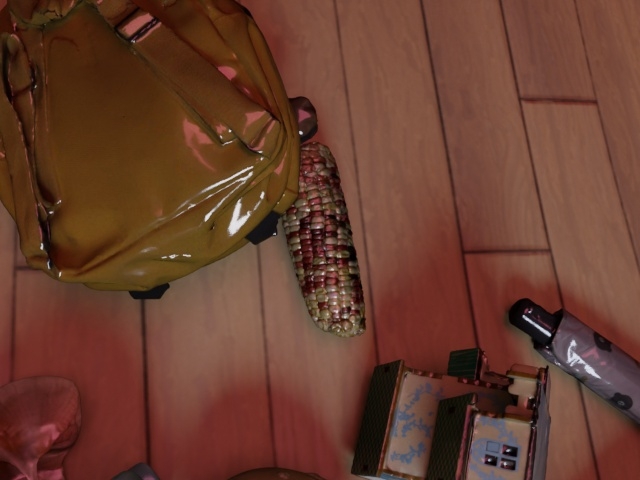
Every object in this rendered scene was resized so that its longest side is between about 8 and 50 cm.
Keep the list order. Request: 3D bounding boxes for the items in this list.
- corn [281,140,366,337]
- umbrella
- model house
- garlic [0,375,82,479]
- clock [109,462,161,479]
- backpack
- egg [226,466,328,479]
[{"bbox_3d":[0.000,0.000,0.841,0.086,0.086,0.253,-9,78,-18],"label":"corn"},{"bbox_3d":[0.398,0.185,0.903,0.337,0.067,0.073,35,56,-1],"label":"umbrella"},{"bbox_3d":[0.147,0.213,0.765,0.207,0.271,0.178,4,70,23],"label":"model house"},{"bbox_3d":[-0.323,0.209,0.678,0.175,0.099,0.124,-19,64,-20],"label":"garlic"},{"bbox_3d":[-0.221,0.290,0.582,0.224,0.274,0.094,-35,84,-24],"label":"clock"},{"bbox_3d":[-0.194,-0.138,0.743,0.354,0.201,0.377,-22,80,4],"label":"backpack"},{"bbox_3d":[-0.037,0.320,0.689,0.202,0.164,0.164,26,68,-15],"label":"egg"}]
